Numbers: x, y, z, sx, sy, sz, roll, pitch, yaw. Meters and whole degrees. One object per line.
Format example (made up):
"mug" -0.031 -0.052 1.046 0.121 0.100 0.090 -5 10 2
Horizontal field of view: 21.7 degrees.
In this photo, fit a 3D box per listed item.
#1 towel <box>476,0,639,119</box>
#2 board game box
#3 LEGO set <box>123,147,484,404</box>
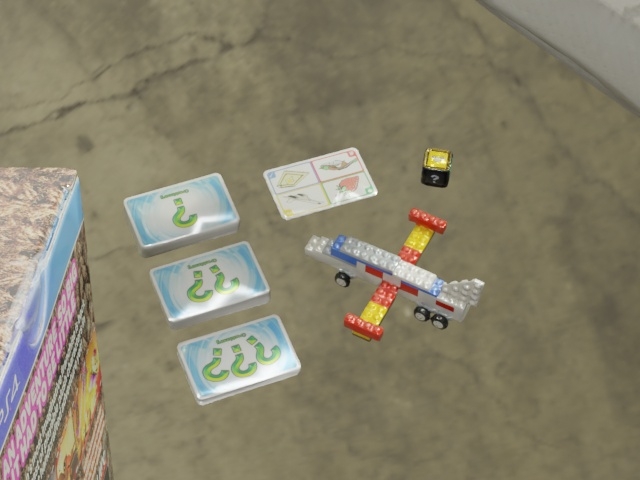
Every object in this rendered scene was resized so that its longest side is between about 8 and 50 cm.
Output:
"towel" 0.071 -0.169 0.307 0.053 0.317 0.332 -21 48 -29
"board game box" -0.194 0.144 0.828 0.141 0.291 0.232 0 31 4
"LEGO set" 0.000 0.000 1.189 0.244 0.060 0.182 -15 56 -13
